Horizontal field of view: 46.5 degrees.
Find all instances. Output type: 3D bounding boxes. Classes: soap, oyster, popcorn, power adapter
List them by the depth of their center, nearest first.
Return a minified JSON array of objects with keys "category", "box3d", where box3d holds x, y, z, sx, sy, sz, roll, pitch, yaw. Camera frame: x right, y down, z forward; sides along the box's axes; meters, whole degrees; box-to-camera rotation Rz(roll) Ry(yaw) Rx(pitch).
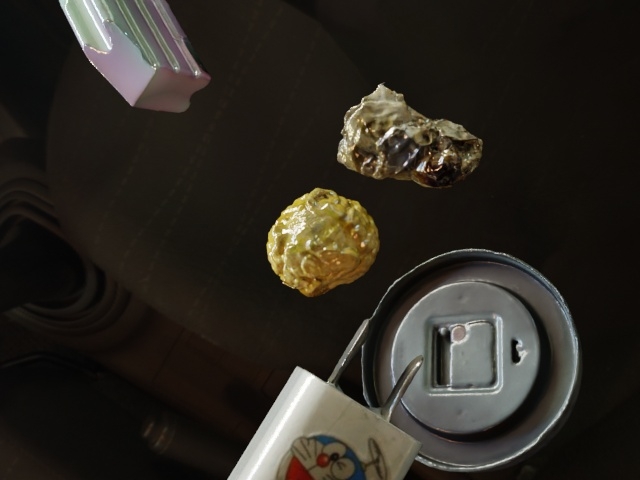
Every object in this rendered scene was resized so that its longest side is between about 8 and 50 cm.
[{"category":"power adapter","box3d":[0.019,0.177,0.695,0.130,0.125,0.205,31,81,-2]},{"category":"oyster","box3d":[0.146,-0.146,1.189,0.232,0.107,0.162,9,136,-1]},{"category":"soap","box3d":[-0.364,-0.402,1.397,0.109,0.193,0.324,-40,70,29]},{"category":"popcorn","box3d":[0.000,0.000,1.637,0.250,0.190,0.250,-2,65,4]}]

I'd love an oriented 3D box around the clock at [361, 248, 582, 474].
[{"category":"clock","box3d":[0.214,0.172,1.082,0.325,0.067,0.325,-13,61,26]}]
